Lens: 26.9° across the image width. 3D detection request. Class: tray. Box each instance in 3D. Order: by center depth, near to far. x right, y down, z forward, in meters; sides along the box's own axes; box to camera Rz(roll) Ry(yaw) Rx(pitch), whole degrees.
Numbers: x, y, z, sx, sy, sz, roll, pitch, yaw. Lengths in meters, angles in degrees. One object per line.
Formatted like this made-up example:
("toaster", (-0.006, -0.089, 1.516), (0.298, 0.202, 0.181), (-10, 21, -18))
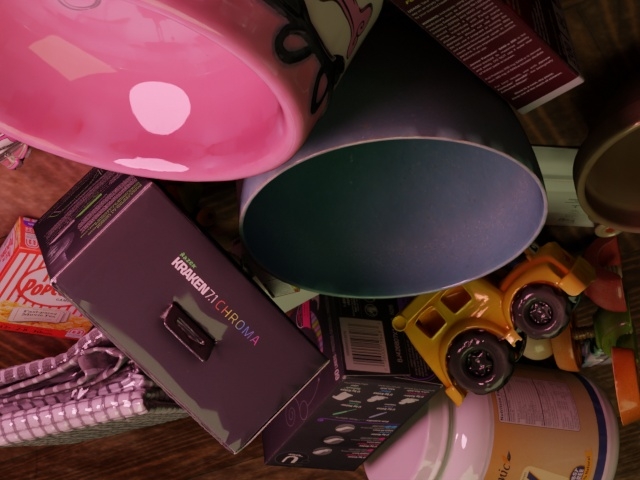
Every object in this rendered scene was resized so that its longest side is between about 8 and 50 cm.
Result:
("tray", (0.300, -0.054, 1.575), (0.270, 0.030, 0.145), (2, 148, -14))

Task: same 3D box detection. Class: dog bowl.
("dog bowl", (-0.159, -0.182, 1.049), (0.408, 0.150, 0.408), (12, 159, 5))

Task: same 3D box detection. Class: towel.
("towel", (-0.285, 0.185, 1.706), (0.235, 0.121, 0.283), (-16, 169, 16))

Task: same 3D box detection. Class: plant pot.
("plant pot", (0.064, -0.097, 1.302), (0.290, 0.195, 0.290), (-3, 150, -1))
("plant pot", (0.379, -0.115, 1.419), (0.237, 0.110, 0.237), (-5, 149, -3))

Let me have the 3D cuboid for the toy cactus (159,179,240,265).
("toy cactus", (-0.165, 0.020, 1.514), (0.180, 0.112, 0.219), (12, 112, -40))

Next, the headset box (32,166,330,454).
("headset box", (-0.143, 0.051, 1.309), (0.131, 0.283, 0.246), (-45, 110, -3))

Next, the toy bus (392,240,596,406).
("toy bus", (0.188, 0.053, 1.596), (0.220, 0.211, 0.149), (-44, 175, 19))

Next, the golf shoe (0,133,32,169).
("golf shoe", (-0.304, -0.133, 1.303), (0.086, 0.067, 0.186), (17, 141, -30))

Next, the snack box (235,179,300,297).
("snack box", (-0.058, -0.023, 1.452), (0.037, 0.141, 0.100), (-13, 147, 11))

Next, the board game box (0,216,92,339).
("board game box", (-0.322, 0.049, 1.605), (0.146, 0.045, 0.193), (10, 144, -27))

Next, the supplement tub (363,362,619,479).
("supplement tub", (0.239, 0.283, 1.911), (0.316, 0.228, 0.228), (10, 144, -25))

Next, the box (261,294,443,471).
("box", (0.028, 0.175, 1.758), (0.143, 0.165, 0.270), (8, 145, -23))

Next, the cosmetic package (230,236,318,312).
("cosmetic package", (0.000, 0.000, 1.541), (0.239, 0.099, 0.060), (-30, 142, 31))

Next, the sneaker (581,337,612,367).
("sneaker", (0.415, 0.152, 1.919), (0.069, 0.038, 0.098), (-2, 157, -11))

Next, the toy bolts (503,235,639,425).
("toy bolts", (0.318, 0.118, 1.714), (0.158, 0.218, 0.228), (-9, 130, 15))

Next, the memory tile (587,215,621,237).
("memory tile", (0.384, -0.047, 1.561), (0.148, 0.012, 0.113), (-17, 147, 15))

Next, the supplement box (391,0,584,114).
("supplement box", (0.135, -0.226, 1.180), (0.073, 0.130, 0.239), (-28, 143, 28))
